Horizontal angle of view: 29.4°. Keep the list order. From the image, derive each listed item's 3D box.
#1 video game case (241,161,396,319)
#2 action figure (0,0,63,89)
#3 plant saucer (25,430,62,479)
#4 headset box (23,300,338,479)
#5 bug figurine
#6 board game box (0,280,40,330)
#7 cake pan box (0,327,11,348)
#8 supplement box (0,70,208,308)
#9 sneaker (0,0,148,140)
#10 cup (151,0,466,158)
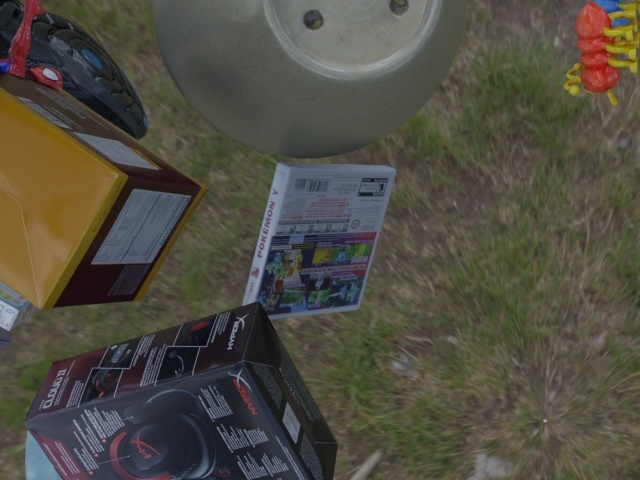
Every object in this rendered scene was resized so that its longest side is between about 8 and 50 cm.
[{"bbox_3d":[0.000,0.000,1.410,0.023,0.201,0.183,24,107,36],"label":"video game case"},{"bbox_3d":[-0.393,-0.213,1.260,0.091,0.280,0.139,13,95,54],"label":"action figure"},{"bbox_3d":[-0.355,0.298,1.676,0.037,0.195,0.195,4,79,-33],"label":"plant saucer"},{"bbox_3d":[-0.159,0.214,1.324,0.293,0.110,0.218,-18,119,18],"label":"headset box"},{"bbox_3d":[0.279,-0.266,1.216,0.072,0.279,0.216,-4,114,18],"label":"bug figurine"},{"bbox_3d":[-0.352,0.047,1.325,0.103,0.154,0.026,28,100,1],"label":"board game box"},{"bbox_3d":[-0.567,0.071,1.607,0.246,0.070,0.266,-29,76,7],"label":"cake pan box"},{"bbox_3d":[-0.238,-0.047,1.074,0.191,0.194,0.129,34,98,15],"label":"supplement box"},{"bbox_3d":[-0.358,-0.209,1.463,0.139,0.341,0.125,-45,32,13],"label":"sneaker"},{"bbox_3d":[0.008,-0.237,1.191,0.331,0.237,0.331,-2,98,-11],"label":"cup"}]
